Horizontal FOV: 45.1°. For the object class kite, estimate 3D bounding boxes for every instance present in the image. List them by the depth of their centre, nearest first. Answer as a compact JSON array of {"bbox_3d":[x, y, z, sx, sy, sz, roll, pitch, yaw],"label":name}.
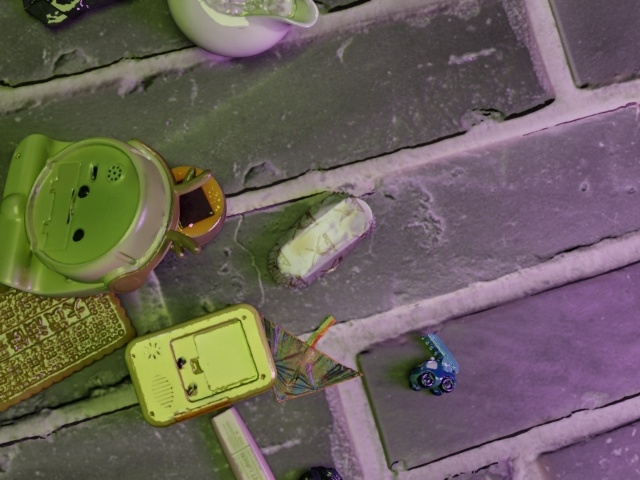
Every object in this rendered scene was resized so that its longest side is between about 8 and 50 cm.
[{"bbox_3d":[-0.025,0.183,1.203,0.190,0.010,0.159,30,80,-4],"label":"kite"}]

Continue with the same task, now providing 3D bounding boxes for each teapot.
[{"bbox_3d":[-0.145,-0.392,1.187,0.298,0.139,0.204,23,84,-5],"label":"teapot"}]

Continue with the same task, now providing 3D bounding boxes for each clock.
[{"bbox_3d":[-0.304,-0.041,1.083,0.308,0.096,0.234,-2,72,19],"label":"clock"},{"bbox_3d":[-0.174,0.182,1.140,0.202,0.096,0.143,-18,89,-8],"label":"clock"}]

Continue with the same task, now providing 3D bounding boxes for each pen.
[{"bbox_3d":[-0.106,0.348,1.163,0.053,0.032,0.197,-28,87,-10],"label":"pen"}]

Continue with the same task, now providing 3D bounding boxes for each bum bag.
[{"bbox_3d":[-0.369,-0.398,1.202,0.198,0.049,0.087,-26,83,-9],"label":"bum bag"}]

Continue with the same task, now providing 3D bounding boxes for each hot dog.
[{"bbox_3d":[0.000,0.000,1.206,0.192,0.053,0.099,-42,89,-7],"label":"hot dog"}]

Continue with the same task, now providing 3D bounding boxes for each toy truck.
[{"bbox_3d":[0.179,0.194,1.210,0.073,0.056,0.090,14,69,-10],"label":"toy truck"}]

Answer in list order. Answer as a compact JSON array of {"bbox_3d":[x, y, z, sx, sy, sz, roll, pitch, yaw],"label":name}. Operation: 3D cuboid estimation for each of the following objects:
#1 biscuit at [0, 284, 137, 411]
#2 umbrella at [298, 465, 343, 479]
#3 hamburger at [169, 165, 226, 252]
[{"bbox_3d":[-0.424,0.132,1.147,0.255,0.029,0.172,-28,89,-9],"label":"biscuit"},{"bbox_3d":[0.061,0.442,1.157,0.071,0.071,0.248,-41,89,-10],"label":"umbrella"},{"bbox_3d":[-0.211,-0.047,1.169,0.141,0.081,0.126,-43,92,-22],"label":"hamburger"}]
